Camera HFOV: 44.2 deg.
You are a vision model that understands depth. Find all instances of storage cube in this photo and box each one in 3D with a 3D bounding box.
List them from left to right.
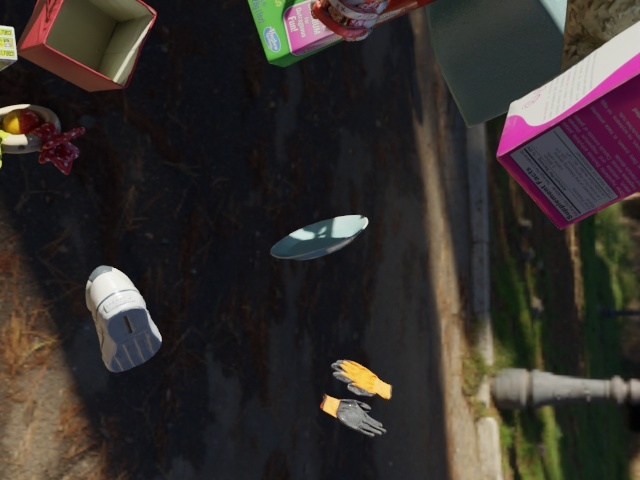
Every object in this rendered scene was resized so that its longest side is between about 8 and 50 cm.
[{"bbox_3d":[-0.493,-0.437,1.645,0.215,0.193,0.184,25,80,-37],"label":"storage cube"}]

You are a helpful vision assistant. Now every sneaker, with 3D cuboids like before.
[{"bbox_3d":[-0.299,0.119,1.194,0.091,0.094,0.258,61,-24,23],"label":"sneaker"},{"bbox_3d":[0.054,-0.284,0.852,0.145,0.090,0.270,-55,-172,15],"label":"sneaker"}]

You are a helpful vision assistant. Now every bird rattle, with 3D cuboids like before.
[{"bbox_3d":[-0.639,-0.237,1.701,0.207,0.253,0.143,-112,-168,-45],"label":"bird rattle"}]

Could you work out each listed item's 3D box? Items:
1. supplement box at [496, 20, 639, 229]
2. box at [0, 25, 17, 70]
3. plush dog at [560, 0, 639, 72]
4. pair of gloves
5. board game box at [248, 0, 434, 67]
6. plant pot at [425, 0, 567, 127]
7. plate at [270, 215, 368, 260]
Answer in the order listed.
[{"bbox_3d":[0.292,-0.123,0.751,0.114,0.220,0.111,46,41,-17],"label":"supplement box"},{"bbox_3d":[-0.418,-0.185,0.835,0.114,0.207,0.036,-6,89,-42],"label":"box"},{"bbox_3d":[0.379,-0.253,0.838,0.211,0.225,0.262,-63,153,-52],"label":"plush dog"},{"bbox_3d":[0.040,0.163,0.820,0.010,0.074,0.083,-55,-170,38],"label":"pair of gloves"},{"bbox_3d":[0.032,-0.433,1.175,0.064,0.316,0.242,-17,88,-68],"label":"board game box"},{"bbox_3d":[0.312,-0.379,1.274,0.252,0.247,0.247,53,50,-14],"label":"plant pot"},{"bbox_3d":[0.000,0.000,1.436,0.188,0.188,0.024,-45,119,-58],"label":"plate"}]
